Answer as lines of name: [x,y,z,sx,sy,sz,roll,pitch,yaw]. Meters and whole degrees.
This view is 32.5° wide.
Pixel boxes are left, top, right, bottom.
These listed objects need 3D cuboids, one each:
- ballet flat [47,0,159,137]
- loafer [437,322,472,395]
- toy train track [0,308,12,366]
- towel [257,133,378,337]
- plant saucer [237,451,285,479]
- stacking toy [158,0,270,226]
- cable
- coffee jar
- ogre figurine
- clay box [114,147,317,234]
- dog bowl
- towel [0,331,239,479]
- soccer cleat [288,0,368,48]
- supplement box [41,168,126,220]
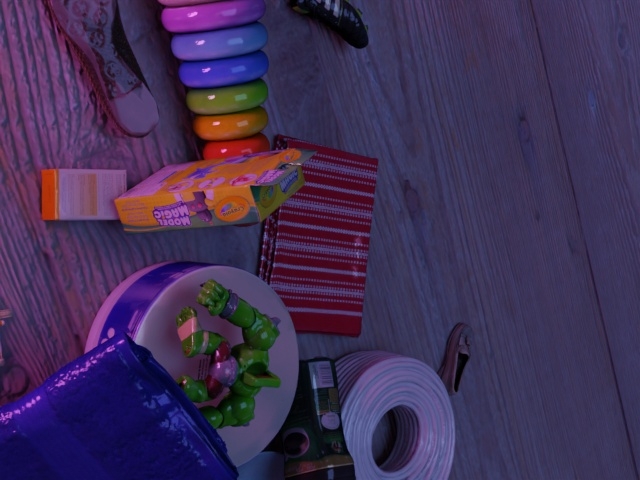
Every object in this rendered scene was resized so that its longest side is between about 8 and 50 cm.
ballet flat: [-0.265,-0.240,1.327,0.084,0.058,0.249,-28,104,-14]
loafer: [0.223,0.192,1.757,0.045,0.039,0.125,36,68,-35]
toy train track: [-0.371,0.104,1.260,0.048,0.014,0.083,-10,98,-40]
towel: [0.000,0.000,1.569,0.199,0.031,0.274,11,84,-41]
plant saucer: [-0.089,0.381,1.493,0.195,0.037,0.194,-1,91,-42]
stacking toy: [-0.117,-0.179,1.412,0.141,0.141,0.330,-22,112,-38]
cable: [0.089,0.290,1.611,0.257,0.089,0.257,26,74,-38]
coffee jar: [-0.012,0.256,1.486,0.079,0.096,0.184,5,69,-47]
ogre figurine: [-0.115,0.152,1.291,0.118,0.097,0.197,13,78,-34]
clay box: [-0.119,-0.059,1.318,0.127,0.222,0.053,-45,126,-55]
dog bowl: [-0.158,0.158,1.386,0.265,0.104,0.264,-1,92,-41]
towel: [-0.275,0.254,1.220,0.308,0.076,0.227,-32,111,3]
soccer cleat: [0.000,-0.333,1.551,0.072,0.060,0.179,-48,114,-19]
supplement box: [-0.283,-0.055,1.319,0.098,0.036,0.062,-1,91,-41]
